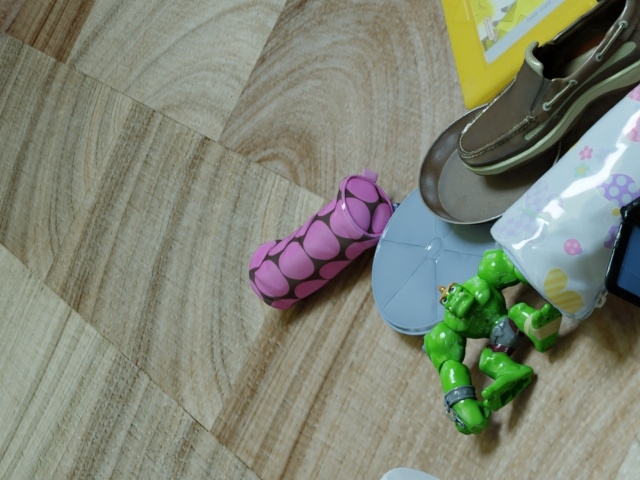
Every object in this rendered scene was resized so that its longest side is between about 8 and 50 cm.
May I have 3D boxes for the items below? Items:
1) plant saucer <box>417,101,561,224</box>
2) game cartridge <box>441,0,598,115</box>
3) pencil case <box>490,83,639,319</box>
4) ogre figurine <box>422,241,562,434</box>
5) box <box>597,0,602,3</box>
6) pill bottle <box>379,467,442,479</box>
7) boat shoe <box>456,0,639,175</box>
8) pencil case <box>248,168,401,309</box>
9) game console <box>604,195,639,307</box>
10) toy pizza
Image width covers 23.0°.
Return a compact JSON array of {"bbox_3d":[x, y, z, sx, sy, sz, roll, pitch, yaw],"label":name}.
[{"bbox_3d":[0.186,-0.079,1.699,0.168,0.029,0.168,-21,45,22],"label":"plant saucer"},{"bbox_3d":[0.266,-0.329,1.771,0.323,0.052,0.285,-42,39,33],"label":"game cartridge"},{"bbox_3d":[0.286,-0.054,1.461,0.273,0.113,0.124,-46,56,9],"label":"pencil case"},{"bbox_3d":[0.175,0.089,1.591,0.118,0.096,0.197,42,120,38],"label":"ogre figurine"},{"bbox_3d":[0.330,-0.445,1.572,0.290,0.177,0.279,-30,51,26],"label":"box"},{"bbox_3d":[0.022,0.402,1.485,0.363,0.210,0.210,-53,34,17],"label":"pill bottle"},{"bbox_3d":[0.234,-0.169,1.626,0.257,0.095,0.095,-37,40,19],"label":"boat shoe"},{"bbox_3d":[0.000,0.000,1.894,0.209,0.095,0.098,-36,45,40],"label":"pencil case"},{"bbox_3d":[0.324,0.010,1.396,0.107,0.122,0.071,-37,43,36],"label":"game console"},{"bbox_3d":[0.136,0.014,1.742,0.201,0.032,0.201,-29,46,36],"label":"toy pizza"}]
